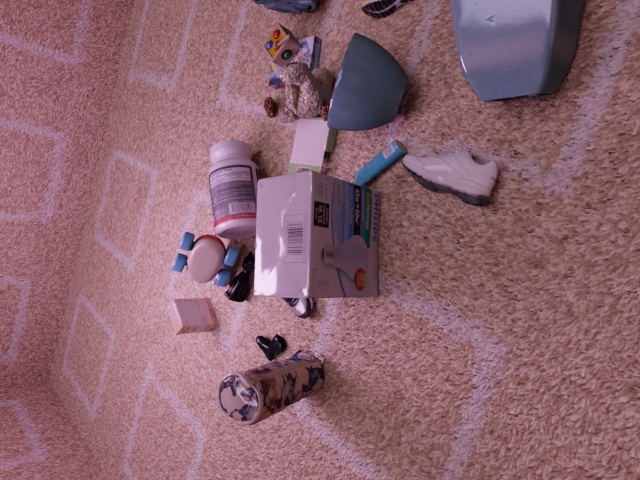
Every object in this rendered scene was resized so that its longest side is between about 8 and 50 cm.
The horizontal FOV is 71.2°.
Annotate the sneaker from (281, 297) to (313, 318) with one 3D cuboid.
[{"bbox_3d":[-0.126,0.185,1.654,0.271,0.108,0.100,49,115,31],"label":"sneaker"}]

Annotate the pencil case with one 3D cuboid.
[{"bbox_3d":[-0.147,0.463,1.444,0.160,0.410,0.184,30,101,28],"label":"pencil case"}]

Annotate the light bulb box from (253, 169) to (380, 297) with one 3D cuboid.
[{"bbox_3d":[0.000,0.000,1.393,0.225,0.361,0.358,-2,84,39],"label":"light bulb box"}]

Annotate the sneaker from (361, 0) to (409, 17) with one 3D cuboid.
[{"bbox_3d":[0.229,-0.812,1.470,0.208,0.081,0.094,-10,72,33],"label":"sneaker"}]

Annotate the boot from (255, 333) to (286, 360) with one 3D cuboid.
[{"bbox_3d":[-0.190,0.396,1.728,0.099,0.045,0.121,-50,64,28],"label":"boot"}]

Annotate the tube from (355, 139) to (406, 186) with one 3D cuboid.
[{"bbox_3d":[0.185,-0.246,1.463,0.207,0.052,0.080,-36,31,35],"label":"tube"}]

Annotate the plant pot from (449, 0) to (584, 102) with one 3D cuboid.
[{"bbox_3d":[0.489,-0.479,1.108,0.247,0.247,0.252,6,108,41],"label":"plant pot"}]

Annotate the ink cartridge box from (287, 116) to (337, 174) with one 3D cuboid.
[{"bbox_3d":[-0.030,-0.336,1.655,0.171,0.056,0.235,15,97,41],"label":"ink cartridge box"}]

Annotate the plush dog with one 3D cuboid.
[{"bbox_3d":[-0.078,-0.493,1.599,0.225,0.262,0.211,-16,93,34],"label":"plush dog"}]

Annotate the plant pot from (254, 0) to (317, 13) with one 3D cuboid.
[{"bbox_3d":[-0.119,-1.048,1.642,0.341,0.341,0.334,17,104,41],"label":"plant pot"}]

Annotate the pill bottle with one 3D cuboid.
[{"bbox_3d":[-0.341,-0.204,1.809,0.210,0.210,0.363,-21,72,38],"label":"pill bottle"}]

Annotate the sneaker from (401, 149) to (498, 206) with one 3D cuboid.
[{"bbox_3d":[0.368,-0.199,1.282,0.297,0.111,0.129,28,88,35],"label":"sneaker"}]

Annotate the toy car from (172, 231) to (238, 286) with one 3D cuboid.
[{"bbox_3d":[-0.455,0.035,1.831,0.238,0.219,0.210,-93,26,-59],"label":"toy car"}]

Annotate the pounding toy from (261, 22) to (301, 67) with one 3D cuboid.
[{"bbox_3d":[-0.149,-0.748,1.707,0.130,0.100,0.141,-45,58,28],"label":"pounding toy"}]

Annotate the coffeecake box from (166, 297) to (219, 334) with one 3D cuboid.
[{"bbox_3d":[-0.559,0.329,1.961,0.068,0.185,0.142,-46,58,28],"label":"coffeecake box"}]

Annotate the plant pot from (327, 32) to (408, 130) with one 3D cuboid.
[{"bbox_3d":[0.157,-0.465,1.392,0.195,0.290,0.290,19,100,3],"label":"plant pot"}]

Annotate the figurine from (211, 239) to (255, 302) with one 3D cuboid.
[{"bbox_3d":[-0.357,0.118,1.884,0.215,0.092,0.209,33,99,39],"label":"figurine"}]

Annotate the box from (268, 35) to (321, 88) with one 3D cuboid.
[{"bbox_3d":[-0.104,-0.697,1.761,0.233,0.044,0.159,6,90,41],"label":"box"}]
